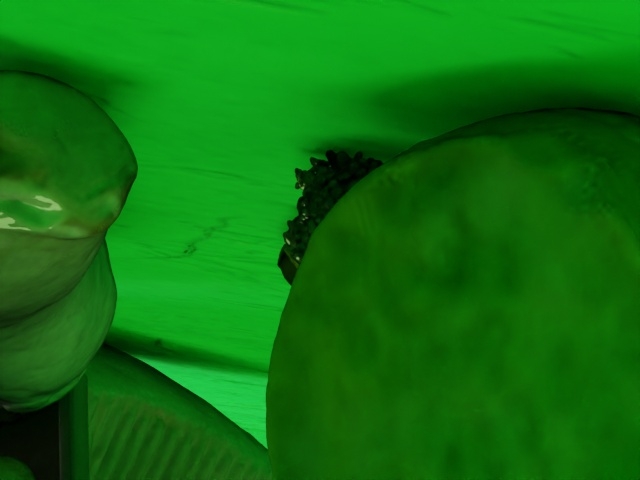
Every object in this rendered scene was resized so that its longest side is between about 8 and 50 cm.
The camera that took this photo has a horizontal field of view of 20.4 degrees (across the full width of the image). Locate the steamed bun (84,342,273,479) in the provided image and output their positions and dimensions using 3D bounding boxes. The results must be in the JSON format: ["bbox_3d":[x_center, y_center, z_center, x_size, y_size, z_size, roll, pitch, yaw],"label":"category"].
[{"bbox_3d":[-0.227,0.182,1.342,0.236,0.247,0.383,25,-177,40],"label":"steamed bun"}]

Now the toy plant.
[{"bbox_3d":[0.145,0.062,0.628,0.316,0.184,0.224,6,149,-43],"label":"toy plant"}]

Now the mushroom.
[{"bbox_3d":[-0.136,0.008,0.728,0.109,0.097,0.351,8,167,-7],"label":"mushroom"}]

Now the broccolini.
[{"bbox_3d":[-0.002,0.002,0.733,0.058,0.067,0.216,13,177,-11],"label":"broccolini"}]

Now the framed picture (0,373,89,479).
[{"bbox_3d":[-0.219,0.188,0.856,0.265,0.192,0.018,-29,130,18],"label":"framed picture"}]

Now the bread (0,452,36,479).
[{"bbox_3d":[-0.368,0.138,0.725,0.390,0.279,0.371,-9,136,30],"label":"bread"}]
